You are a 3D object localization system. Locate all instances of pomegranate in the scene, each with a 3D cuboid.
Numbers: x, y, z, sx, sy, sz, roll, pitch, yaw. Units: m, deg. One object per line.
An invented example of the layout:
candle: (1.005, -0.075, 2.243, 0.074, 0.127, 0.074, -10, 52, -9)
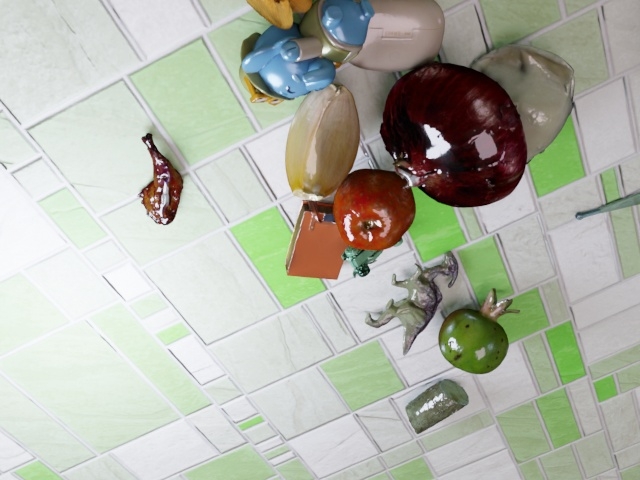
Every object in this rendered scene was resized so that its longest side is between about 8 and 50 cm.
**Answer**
pomegranate: (0.406, 0.229, 1.655, 0.181, 0.181, 0.224, 29, 95, -27)

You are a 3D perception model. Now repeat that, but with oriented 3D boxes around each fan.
fan: (0.714, -0.085, 1.581, 0.193, 0.016, 0.038, -16, 123, -1)

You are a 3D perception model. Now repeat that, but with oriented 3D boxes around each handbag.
handbag: (0.000, 0.000, 1.474, 0.127, 0.062, 0.190, 6, 127, -15)

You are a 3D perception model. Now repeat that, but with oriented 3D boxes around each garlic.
garlic: (0.006, -0.200, 1.272, 0.146, 0.164, 0.244, 14, 116, -1)

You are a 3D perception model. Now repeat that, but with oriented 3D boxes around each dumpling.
dumpling: (0.381, -0.264, 1.317, 0.227, 0.175, 0.243, 25, 102, 7)

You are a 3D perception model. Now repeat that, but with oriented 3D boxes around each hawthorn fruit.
hawthorn fruit: (0.109, -0.059, 1.337, 0.189, 0.189, 0.189, -5, 125, -8)

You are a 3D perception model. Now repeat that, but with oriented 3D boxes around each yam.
yam: (0.320, 0.471, 1.841, 0.183, 0.107, 0.107, -41, 122, 19)

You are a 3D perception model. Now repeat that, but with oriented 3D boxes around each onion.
onion: (0.242, -0.188, 1.233, 0.232, 0.314, 0.314, -42, 129, -23)

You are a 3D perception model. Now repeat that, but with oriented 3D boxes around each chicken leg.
chicken leg: (-0.329, -0.119, 1.334, 0.093, 0.053, 0.205, 13, 118, -3)

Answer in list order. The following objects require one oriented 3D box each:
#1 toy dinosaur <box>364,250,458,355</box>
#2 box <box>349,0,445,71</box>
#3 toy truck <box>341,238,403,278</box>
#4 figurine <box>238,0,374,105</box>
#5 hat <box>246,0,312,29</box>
toy dinosaur: (0.234, 0.150, 1.611, 0.162, 0.077, 0.294, 19, 118, -23)
box: (0.132, -0.388, 1.209, 0.200, 0.088, 0.146, -3, 124, -10)
toy truck: (0.108, 0.009, 1.477, 0.154, 0.078, 0.080, -42, 120, -19)
figurine: (-0.036, -0.334, 1.142, 0.262, 0.180, 0.154, -26, 113, 43)
hat: (-0.030, -0.502, 1.046, 0.233, 0.233, 0.244, -38, 167, -9)
